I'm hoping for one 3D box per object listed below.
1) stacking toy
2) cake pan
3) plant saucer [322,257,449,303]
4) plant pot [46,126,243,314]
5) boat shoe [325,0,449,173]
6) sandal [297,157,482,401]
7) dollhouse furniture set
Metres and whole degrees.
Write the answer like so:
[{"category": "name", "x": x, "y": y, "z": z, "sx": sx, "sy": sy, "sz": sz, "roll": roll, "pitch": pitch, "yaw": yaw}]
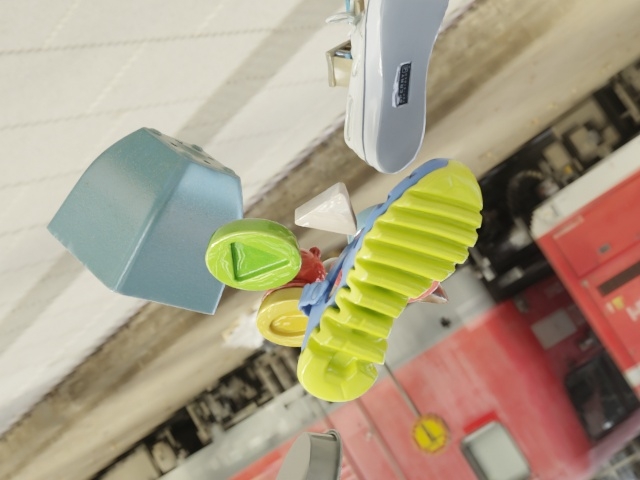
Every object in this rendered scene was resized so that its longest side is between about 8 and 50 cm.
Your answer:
[{"category": "stacking toy", "x": 0.000, "y": 0.000, "z": 1.530, "sx": 0.309, "sy": 0.130, "sz": 0.279, "roll": -23, "pitch": 135, "yaw": 25}, {"category": "cake pan", "x": -0.040, "y": 0.466, "z": 1.899, "sx": 0.293, "sy": 0.054, "sz": 0.293, "roll": -160, "pitch": -90, "yaw": -80}, {"category": "plant saucer", "x": 0.134, "y": 0.086, "z": 2.381, "sx": 0.311, "sy": 0.050, "sz": 0.310, "roll": 11, "pitch": 173, "yaw": 1}, {"category": "plant pot", "x": -0.281, "y": -0.051, "z": 1.911, "sx": 0.248, "sy": 0.247, "sz": 0.252, "roll": 18, "pitch": 104, "yaw": -49}, {"category": "boat shoe", "x": 0.086, "y": -0.291, "z": 1.574, "sx": 0.136, "sy": 0.156, "sz": 0.367, "roll": -19, "pitch": 126, "yaw": -34}, {"category": "sandal", "x": 0.064, "y": 0.029, "z": 1.256, "sx": 0.317, "sy": 0.126, "sz": 0.138, "roll": -53, "pitch": -153, "yaw": 16}, {"category": "dollhouse furniture set", "x": 0.094, "y": -0.362, "z": 1.844, "sx": 0.129, "sy": 0.183, "sz": 0.129, "roll": 15, "pitch": -144, "yaw": 35}]
